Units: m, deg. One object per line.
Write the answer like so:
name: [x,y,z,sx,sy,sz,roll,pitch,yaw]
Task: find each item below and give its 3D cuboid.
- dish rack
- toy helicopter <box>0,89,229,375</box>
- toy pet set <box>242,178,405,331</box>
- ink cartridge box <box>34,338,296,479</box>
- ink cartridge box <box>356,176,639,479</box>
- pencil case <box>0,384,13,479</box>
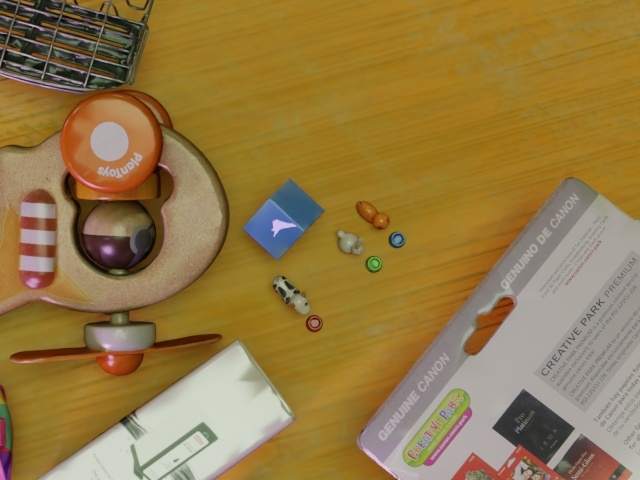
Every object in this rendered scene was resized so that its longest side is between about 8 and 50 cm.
dish rack: [-0.223,-0.260,1.508,0.208,0.074,0.272,15,76,-3]
toy helicopter: [-0.240,0.036,1.475,0.355,0.140,0.235,-27,96,2]
toy pet set: [0.000,0.000,1.515,0.114,0.065,0.122,43,81,0]
ink cartridge box: [-0.129,0.176,1.439,0.203,0.148,0.086,-35,86,-10]
ink cartridge box: [0.226,0.148,1.479,0.272,0.130,0.309,39,81,12]
pencil case: [-0.374,0.173,1.436,0.236,0.104,0.104,-6,84,-9]
